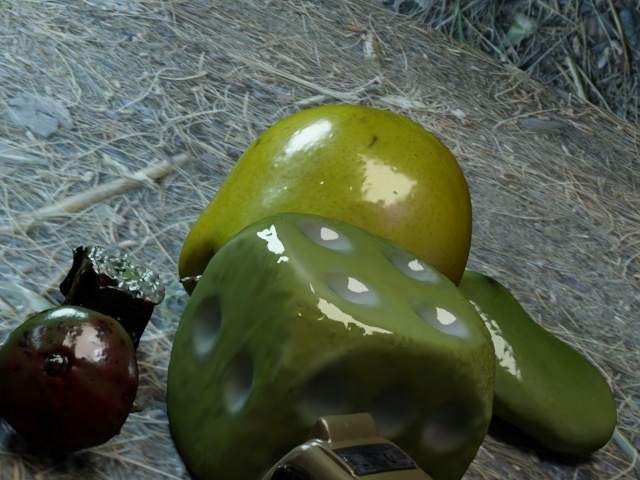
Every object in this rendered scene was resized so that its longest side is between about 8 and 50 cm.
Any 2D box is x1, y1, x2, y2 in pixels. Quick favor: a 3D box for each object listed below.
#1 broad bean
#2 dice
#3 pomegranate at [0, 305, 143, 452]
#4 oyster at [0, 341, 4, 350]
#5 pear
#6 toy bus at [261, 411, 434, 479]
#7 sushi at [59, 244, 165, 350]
[{"bbox_3d":[0.221,0.139,2.237,0.263,0.121,0.189,32,24,11],"label":"broad bean"},{"bbox_3d":[0.009,0.127,1.861,0.238,0.227,0.233,15,24,-30],"label":"dice"},{"bbox_3d":[-0.219,0.135,1.752,0.129,0.159,0.129,-6,44,6],"label":"pomegranate"},{"bbox_3d":[-0.305,0.121,1.782,0.132,0.029,0.086,11,30,-42],"label":"oyster"},{"bbox_3d":[0.010,-0.008,2.131,0.285,0.285,0.336,33,23,19],"label":"pear"},{"bbox_3d":[0.066,0.278,1.641,0.139,0.157,0.289,2,30,-48],"label":"toy bus"},{"bbox_3d":[-0.209,0.057,1.980,0.094,0.084,0.098,21,23,-18],"label":"sushi"}]
